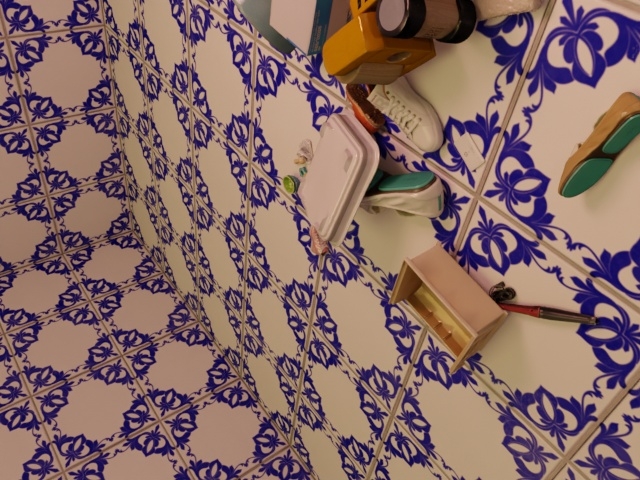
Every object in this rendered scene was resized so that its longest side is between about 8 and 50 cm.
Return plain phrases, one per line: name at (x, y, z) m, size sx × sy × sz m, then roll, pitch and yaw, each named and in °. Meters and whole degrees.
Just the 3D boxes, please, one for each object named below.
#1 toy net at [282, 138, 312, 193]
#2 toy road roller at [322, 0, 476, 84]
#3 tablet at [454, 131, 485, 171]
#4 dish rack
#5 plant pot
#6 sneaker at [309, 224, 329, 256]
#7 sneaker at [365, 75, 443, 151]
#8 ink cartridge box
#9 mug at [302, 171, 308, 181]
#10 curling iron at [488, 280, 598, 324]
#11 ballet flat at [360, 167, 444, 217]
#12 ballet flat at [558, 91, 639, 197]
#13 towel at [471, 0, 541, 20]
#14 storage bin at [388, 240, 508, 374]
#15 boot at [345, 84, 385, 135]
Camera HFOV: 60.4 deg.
toy net at (-0.066, -0.239, 1.887) m, size 0.122 × 0.045 × 0.232 m, roll 50°, pitch 144°, yaw 27°
toy road roller at (0.150, -0.497, 1.172) m, size 0.330 × 0.203 × 0.240 m, roll -20°, pitch 81°, yaw 56°
tablet at (0.353, -0.210, 1.306) m, size 0.083 × 0.006 × 0.054 m, roll 63°, pitch 149°, yaw 8°
dish rack at (0.031, -0.178, 1.547) m, size 0.285 × 0.072 × 0.332 m, roll 61°, pitch 138°, yaw 46°
plant pot at (-0.106, -0.686, 1.489) m, size 0.195 × 0.290 × 0.290 m, roll -35°, pitch 77°, yaw 21°
sneaker at (0.000, 0.000, 1.937) m, size 0.070 × 0.051 × 0.134 m, roll 37°, pitch 141°, yaw 37°
sneaker at (0.186, -0.330, 1.374) m, size 0.290 × 0.123 × 0.106 m, roll 57°, pitch 145°, yaw 14°
ink cartridge box at (0.023, -0.586, 1.350) m, size 0.171 × 0.233 × 0.168 m, roll 48°, pitch 146°, yaw 28°
mug at (-0.025, -0.213, 1.824) m, size 0.062 × 0.064 × 0.078 m, roll 18°, pitch 124°, yaw 52°
curling iron at (0.504, 0.155, 1.280) m, size 0.274 × 0.035 × 0.068 m, roll 17°, pitch 123°, yaw 52°
ballet flat at (0.179, -0.124, 1.527) m, size 0.400 × 0.139 × 0.139 m, roll 14°, pitch 121°, yaw 52°
ballet flat at (0.521, -0.176, 1.029) m, size 0.232 × 0.080 × 0.073 m, roll 117°, pitch 151°, yaw -49°
towel at (0.317, -0.539, 1.111) m, size 0.282 × 0.049 × 0.187 m, roll 18°, pitch 126°, yaw 53°
storage bin at (0.324, 0.184, 1.462) m, size 0.262 × 0.123 × 0.260 m, roll 50°, pitch 154°, yaw 26°
boot at (0.110, -0.361, 1.533) m, size 0.157 × 0.059 × 0.084 m, roll 59°, pitch 153°, yaw 11°
